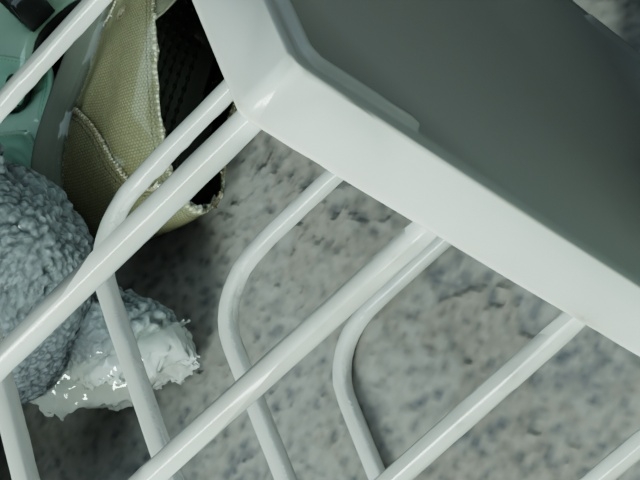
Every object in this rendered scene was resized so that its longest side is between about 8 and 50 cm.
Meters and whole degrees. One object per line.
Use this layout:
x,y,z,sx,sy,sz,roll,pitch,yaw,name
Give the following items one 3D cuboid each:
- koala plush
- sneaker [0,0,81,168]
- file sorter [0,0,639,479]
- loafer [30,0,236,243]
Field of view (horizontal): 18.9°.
-0.179,0.043,0.798,0.221,0.196,0.203,-38,10,18,koala plush
-0.181,-0.035,0.901,0.256,0.094,0.151,-56,36,-2,sneaker
0.000,0.000,0.584,0.173,0.278,0.193,-42,45,19,file sorter
-0.049,-0.113,0.842,0.087,0.094,0.251,6,80,39,loafer
